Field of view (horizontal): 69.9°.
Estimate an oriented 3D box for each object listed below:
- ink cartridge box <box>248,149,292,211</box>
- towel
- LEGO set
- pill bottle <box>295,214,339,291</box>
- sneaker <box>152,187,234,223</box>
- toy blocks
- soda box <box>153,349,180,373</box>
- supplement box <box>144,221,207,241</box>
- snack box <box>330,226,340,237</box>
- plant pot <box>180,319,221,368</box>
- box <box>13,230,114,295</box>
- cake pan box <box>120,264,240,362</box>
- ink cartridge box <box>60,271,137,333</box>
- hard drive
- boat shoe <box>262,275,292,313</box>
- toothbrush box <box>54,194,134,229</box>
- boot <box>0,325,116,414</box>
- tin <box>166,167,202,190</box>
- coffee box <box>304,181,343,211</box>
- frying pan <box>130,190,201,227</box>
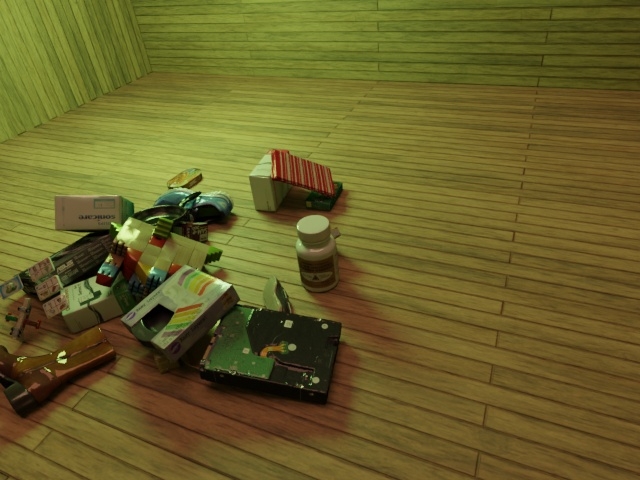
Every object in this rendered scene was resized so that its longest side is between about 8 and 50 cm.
[{"bbox_3d":[-0.205,-0.257,1.951,0.100,0.172,0.237,6,38,16],"label":"ink cartridge box"},{"bbox_3d":[-0.074,-0.275,1.881,0.274,0.031,0.199,15,41,-23],"label":"towel"},{"bbox_3d":[-0.903,0.190,1.422,0.244,0.060,0.183,-31,78,0],"label":"LEGO set"},{"bbox_3d":[-0.011,0.041,1.465,0.131,0.229,0.131,-5,36,3],"label":"pill bottle"},{"bbox_3d":[-0.529,-0.131,1.868,0.329,0.130,0.147,-2,34,6],"label":"sneaker"},{"bbox_3d":[-0.539,0.081,1.499,0.381,0.191,0.261,21,34,-13],"label":"toy blocks"},{"bbox_3d":[-0.455,0.295,1.332,0.058,0.061,0.181,-17,37,-15],"label":"soda box"},{"bbox_3d":[-0.567,-0.034,1.748,0.239,0.073,0.130,4,8,13],"label":"supplement box"},{"bbox_3d":[0.000,0.000,1.613,0.100,0.037,0.141,-22,-5,-21],"label":"snack box"},{"bbox_3d":[-0.298,0.289,1.341,0.236,0.032,0.236,-4,37,3],"label":"plant pot"},{"bbox_3d":[-0.885,0.077,1.620,0.242,0.077,0.307,-2,30,44],"label":"box"},{"bbox_3d":[-0.405,0.201,1.311,0.245,0.070,0.267,15,49,42],"label":"cake pan box"},{"bbox_3d":[-0.724,0.190,1.495,0.208,0.087,0.153,-23,39,-19],"label":"ink cartridge box"},{"bbox_3d":[-0.127,0.298,1.241,0.338,0.064,0.237,9,40,6],"label":"hard drive"},{"bbox_3d":[-0.134,0.189,1.448,0.064,0.075,0.206,29,19,-27],"label":"boat shoe"},{"bbox_3d":[-0.835,-0.095,1.722,0.216,0.126,0.295,-1,0,-12],"label":"toothbrush box"},{"bbox_3d":[-0.774,0.322,1.318,0.264,0.096,0.280,26,46,37],"label":"boot"},{"bbox_3d":[-0.643,-0.286,2.176,0.106,0.040,0.190,12,40,30],"label":"tin"},{"bbox_3d":[0.016,-0.192,1.938,0.113,0.041,0.184,8,38,16],"label":"coffee box"},{"bbox_3d":[-0.587,-0.111,1.731,0.197,0.053,0.326,-1,24,4],"label":"frying pan"}]
